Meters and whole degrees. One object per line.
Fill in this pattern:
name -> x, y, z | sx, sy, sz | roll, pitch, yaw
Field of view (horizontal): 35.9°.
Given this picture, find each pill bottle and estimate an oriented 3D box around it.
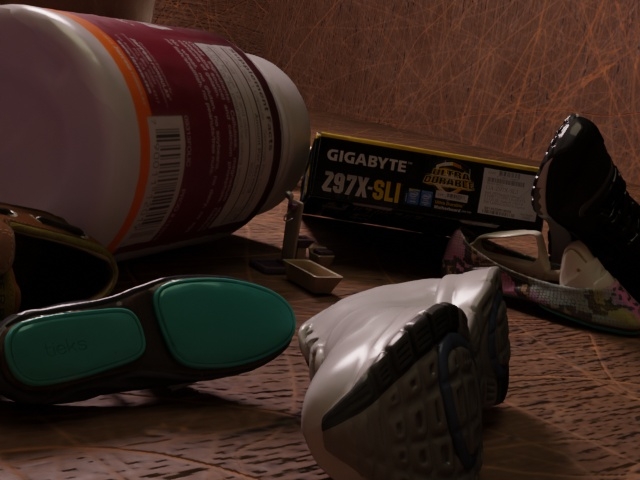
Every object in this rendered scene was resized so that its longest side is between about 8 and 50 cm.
pill bottle -> -0.172, -0.098, 0.956 | 0.224, 0.224, 0.392 | 14, 12, 22

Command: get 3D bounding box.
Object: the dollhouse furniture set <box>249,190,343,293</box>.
dollhouse furniture set -> 0.000, 0.000, 0.974 | 0.091, 0.081, 0.114 | 2, 13, -34

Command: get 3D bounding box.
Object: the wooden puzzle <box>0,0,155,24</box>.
wooden puzzle -> -0.366, -0.196, 1.052 | 0.347, 0.322, 0.080 | 3, 38, -23

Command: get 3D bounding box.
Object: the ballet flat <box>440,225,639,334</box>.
ballet flat -> 0.227, 0.032, 1.010 | 0.221, 0.079, 0.077 | 16, 20, 28

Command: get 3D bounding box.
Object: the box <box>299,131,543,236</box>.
box -> 0.107, -0.057, 1.202 | 0.257, 0.079, 0.322 | 7, -2, -2

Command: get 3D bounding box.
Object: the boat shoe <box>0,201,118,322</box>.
boat shoe -> -0.231, 0.019, 0.608 | 0.104, 0.111, 0.307 | 11, 11, 16

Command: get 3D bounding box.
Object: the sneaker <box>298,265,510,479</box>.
sneaker -> 0.039, 0.084, 0.603 | 0.129, 0.111, 0.297 | -4, 3, 18

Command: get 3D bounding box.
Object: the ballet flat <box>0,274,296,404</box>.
ballet flat -> -0.112, 0.063, 0.611 | 0.203, 0.074, 0.074 | -6, 18, -38

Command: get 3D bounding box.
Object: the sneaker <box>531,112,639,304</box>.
sneaker -> 0.304, -0.025, 1.023 | 0.124, 0.107, 0.283 | 24, -19, 30
